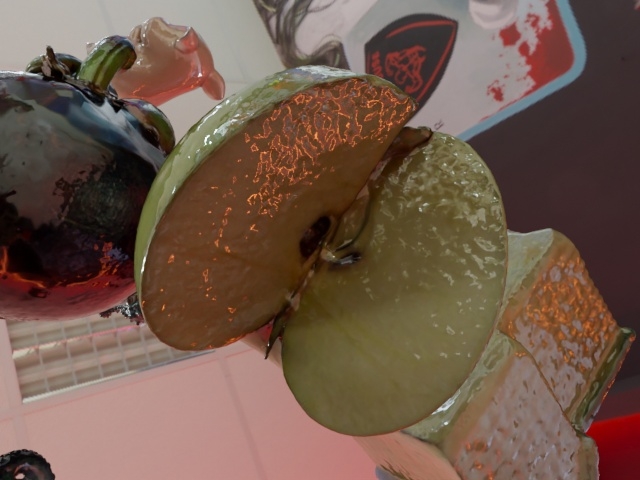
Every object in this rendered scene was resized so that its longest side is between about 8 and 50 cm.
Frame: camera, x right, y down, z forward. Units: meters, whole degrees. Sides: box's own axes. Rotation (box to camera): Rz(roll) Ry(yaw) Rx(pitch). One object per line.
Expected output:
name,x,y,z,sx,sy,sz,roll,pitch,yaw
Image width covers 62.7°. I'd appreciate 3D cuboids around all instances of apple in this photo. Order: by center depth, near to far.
apple,0.001,0.000,0.472,0.295,0.233,0.257,29,-88,-14

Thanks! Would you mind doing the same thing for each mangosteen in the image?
mangosteen,-0.300,-0.079,0.610,0.306,0.306,0.359,34,-91,-12

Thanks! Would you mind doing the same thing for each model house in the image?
model house,0.248,0.223,0.784,0.382,0.335,0.342,-46,-70,-22

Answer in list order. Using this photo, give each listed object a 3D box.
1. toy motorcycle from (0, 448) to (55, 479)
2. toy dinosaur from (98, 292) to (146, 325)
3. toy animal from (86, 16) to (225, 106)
toy motorcycle,-0.269,0.218,0.364,0.213,0.082,0.122,32,-135,-67
toy dinosaur,-0.288,0.108,0.837,0.049,0.154,0.055,61,-152,-45
toy animal,-0.375,-0.401,1.198,0.213,0.256,0.195,66,-175,30
